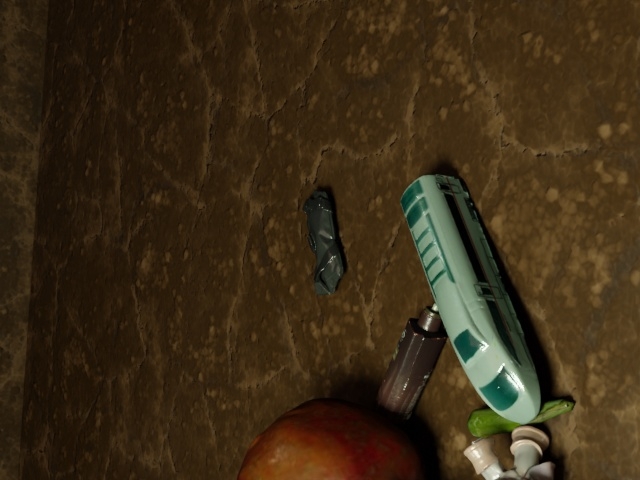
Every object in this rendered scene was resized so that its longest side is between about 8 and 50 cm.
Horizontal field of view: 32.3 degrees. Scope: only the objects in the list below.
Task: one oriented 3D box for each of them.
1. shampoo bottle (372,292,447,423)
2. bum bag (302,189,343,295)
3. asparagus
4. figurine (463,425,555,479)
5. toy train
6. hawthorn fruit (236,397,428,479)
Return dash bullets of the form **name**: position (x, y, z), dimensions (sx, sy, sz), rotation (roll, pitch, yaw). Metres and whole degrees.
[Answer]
- **shampoo bottle**: position (0.150, 0.178, 1.733), dimensions (0.068, 0.067, 0.236), rotation (50, 126, 54)
- **bum bag**: position (0.000, 0.000, 1.969), dimensions (0.087, 0.049, 0.197), rotation (-34, 60, 52)
- **asparagus**: position (0.284, 0.251, 1.568), dimensions (0.178, 0.045, 0.041), rotation (-20, 104, 50)
- **figurine**: position (0.289, 0.380, 1.471), dimensions (0.200, 0.133, 0.276), rotation (-53, 46, 40)
- **toy train**: position (0.214, 0.081, 1.607), dimensions (0.086, 0.088, 0.407), rotation (-49, 43, 37)
- **hawthorn fruit**: position (0.027, 0.405, 1.699), dimensions (0.325, 0.308, 0.308), rotation (38, 116, 39)
